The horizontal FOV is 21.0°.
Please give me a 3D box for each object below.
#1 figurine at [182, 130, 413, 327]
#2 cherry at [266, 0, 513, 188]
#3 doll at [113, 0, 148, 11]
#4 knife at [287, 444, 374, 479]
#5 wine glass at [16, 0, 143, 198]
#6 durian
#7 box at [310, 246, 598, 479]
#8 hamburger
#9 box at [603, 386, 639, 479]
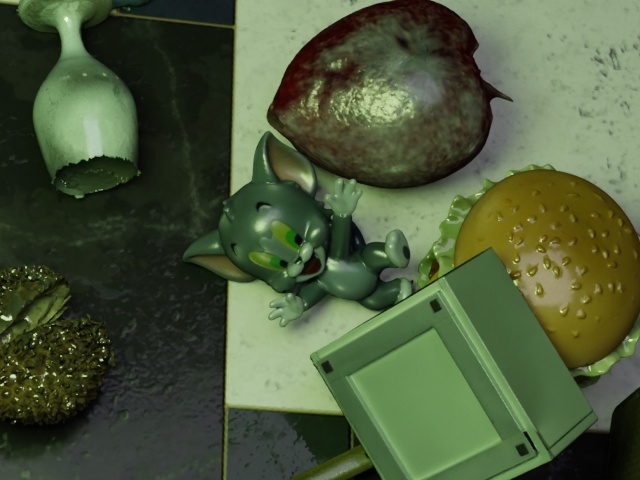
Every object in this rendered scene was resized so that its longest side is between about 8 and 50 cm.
[{"bbox_3d":[0.002,-0.001,2.026,0.265,0.193,0.140,14,25,-30],"label":"figurine"},{"bbox_3d":[0.080,-0.173,2.081,0.300,0.203,0.230,-10,77,-8],"label":"cherry"},{"bbox_3d":[-0.269,-0.300,2.151,0.125,0.027,0.037,-13,71,-15],"label":"doll"},{"bbox_3d":[-0.069,0.310,1.928,0.343,0.027,0.061,-23,73,-16],"label":"knife"},{"bbox_3d":[-0.284,-0.179,2.042,0.126,0.126,0.241,-5,67,-15],"label":"wine glass"},{"bbox_3d":[-0.330,0.128,1.900,0.196,0.167,0.196,-6,64,12],"label":"durian"},{"bbox_3d":[0.140,0.165,1.908,0.117,0.225,0.225,-28,86,-51],"label":"box"},{"bbox_3d":[0.257,0.047,2.023,0.274,0.212,0.274,5,66,-12],"label":"hamburger"},{"bbox_3d":[0.409,0.306,1.966,0.143,0.184,0.273,14,65,-6],"label":"box"}]
